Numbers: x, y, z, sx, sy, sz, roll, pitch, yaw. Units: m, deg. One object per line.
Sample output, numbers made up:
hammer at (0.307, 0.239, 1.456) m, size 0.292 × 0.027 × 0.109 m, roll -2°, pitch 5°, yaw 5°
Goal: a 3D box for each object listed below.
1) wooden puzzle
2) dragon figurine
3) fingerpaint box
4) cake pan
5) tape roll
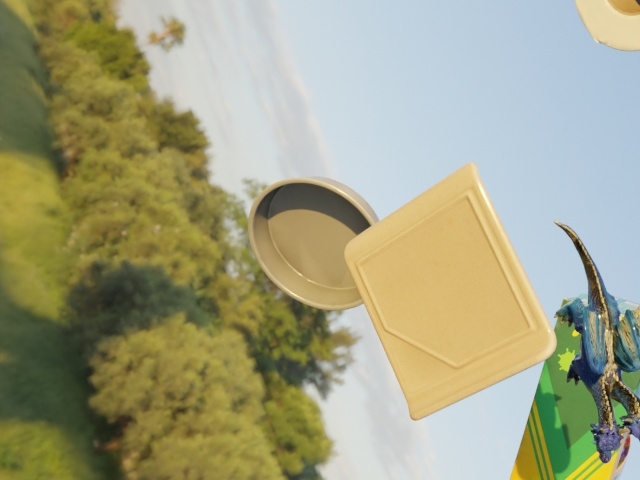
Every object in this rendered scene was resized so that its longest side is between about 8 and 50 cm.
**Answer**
wooden puzzle at (0.145, 0.061, 1.225) m, size 0.221 × 0.044 × 0.238 m, roll -34°, pitch -112°, yaw 39°
dragon figurine at (0.347, 0.117, 1.289) m, size 0.144 × 0.085 × 0.289 m, roll -159°, pitch -116°, yaw -84°
fingerpaint box at (0.486, 0.291, 1.894) m, size 0.445 × 0.163 × 0.371 m, roll 5°, pitch 101°, yaw -70°
cake pan at (0.000, 0.000, 2.057) m, size 0.054 × 0.293 × 0.293 m, roll -50°, pitch 128°, yaw -50°
tape roll at (0.556, -0.428, 1.722) m, size 0.246 × 0.169 × 0.246 m, roll 16°, pitch -70°, yaw 52°
